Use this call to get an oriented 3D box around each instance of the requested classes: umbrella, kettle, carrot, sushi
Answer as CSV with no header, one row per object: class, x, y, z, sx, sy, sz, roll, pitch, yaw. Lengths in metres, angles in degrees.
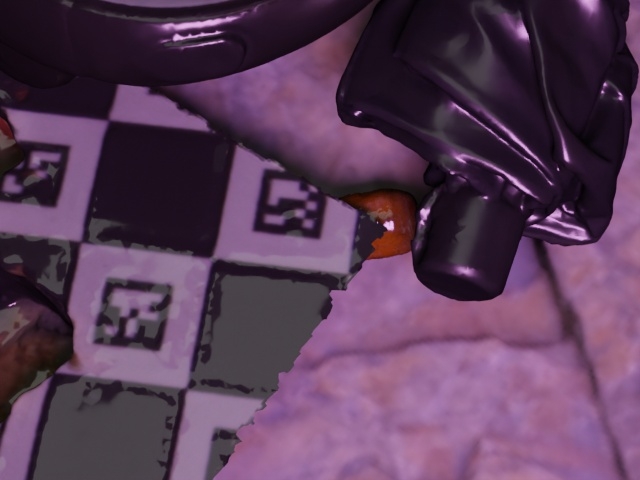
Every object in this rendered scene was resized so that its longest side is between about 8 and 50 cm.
umbrella,0.094,-0.105,0.776,0.110,0.122,0.272,3,69,54
kettle,-0.050,-0.162,0.759,0.236,0.161,0.221,-38,58,-23
carrot,0.000,0.000,0.789,0.093,0.032,0.032,-16,65,9
sushi,-0.161,0.048,0.782,0.292,0.059,0.294,33,73,17
